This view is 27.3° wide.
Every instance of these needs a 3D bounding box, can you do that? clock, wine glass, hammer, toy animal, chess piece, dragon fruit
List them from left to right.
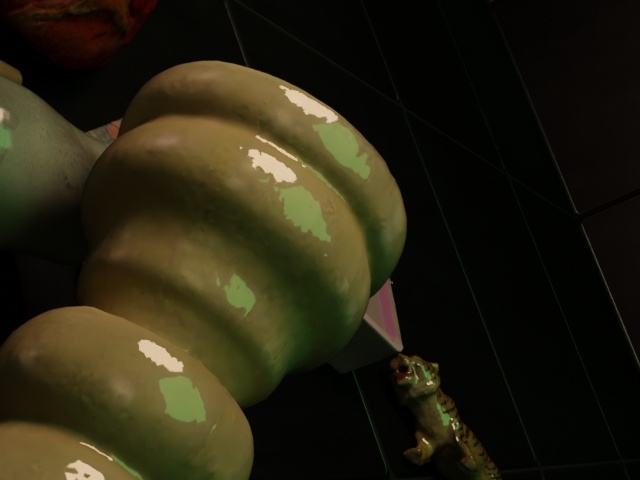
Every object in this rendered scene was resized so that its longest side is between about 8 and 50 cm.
[{"bbox_3d":[-0.183,-0.045,0.673,0.202,0.093,0.093,25,44,-60],"label":"wine glass"},{"bbox_3d":[-0.215,-0.142,0.825,0.035,0.019,0.110,29,38,-60],"label":"hammer"},{"bbox_3d":[-0.157,-0.237,0.879,0.224,0.148,0.218,47,21,-45],"label":"dragon fruit"},{"bbox_3d":[-0.084,0.068,0.621,0.167,0.167,0.300,54,46,-29],"label":"chess piece"},{"bbox_3d":[0.000,0.000,1.143,0.150,0.063,0.197,45,28,-45],"label":"clock"},{"bbox_3d":[0.134,0.210,1.247,0.241,0.056,0.099,56,21,-23],"label":"toy animal"}]

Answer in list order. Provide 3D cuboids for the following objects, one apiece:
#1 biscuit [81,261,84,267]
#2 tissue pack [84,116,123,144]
[{"bbox_3d":[-0.126,0.030,0.846,0.091,0.015,0.078,1,67,-69],"label":"biscuit"},{"bbox_3d":[-0.138,-0.046,0.880,0.063,0.035,0.083,64,19,-7],"label":"tissue pack"}]
